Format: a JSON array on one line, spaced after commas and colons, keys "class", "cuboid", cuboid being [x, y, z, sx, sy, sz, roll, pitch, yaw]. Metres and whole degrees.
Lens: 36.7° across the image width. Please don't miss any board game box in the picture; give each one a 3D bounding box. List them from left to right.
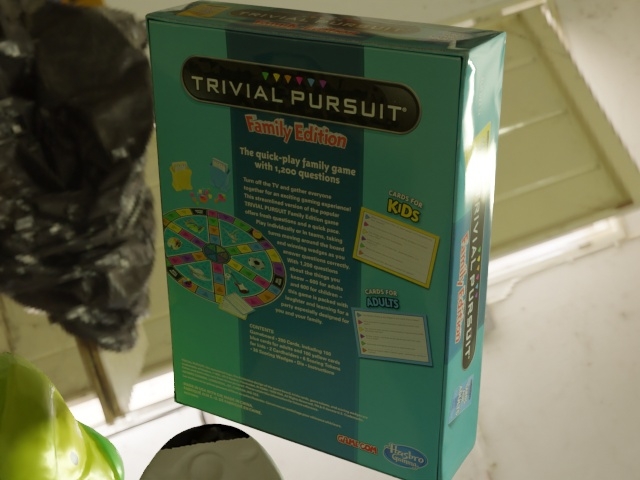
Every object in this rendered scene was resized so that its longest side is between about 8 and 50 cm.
[{"class": "board game box", "cuboid": [0.000, 0.000, 0.743, 0.079, 0.253, 0.336, -35, 132, -53]}]

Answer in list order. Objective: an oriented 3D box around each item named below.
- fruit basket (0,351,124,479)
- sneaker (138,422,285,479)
[{"class": "fruit basket", "cuboid": [-0.311, 0.141, 0.715, 0.392, 0.391, 0.283, -114, -146, -46]}, {"class": "sneaker", "cuboid": [-0.068, 0.311, 0.661, 0.236, 0.130, 0.323, 102, -19, -63]}]
